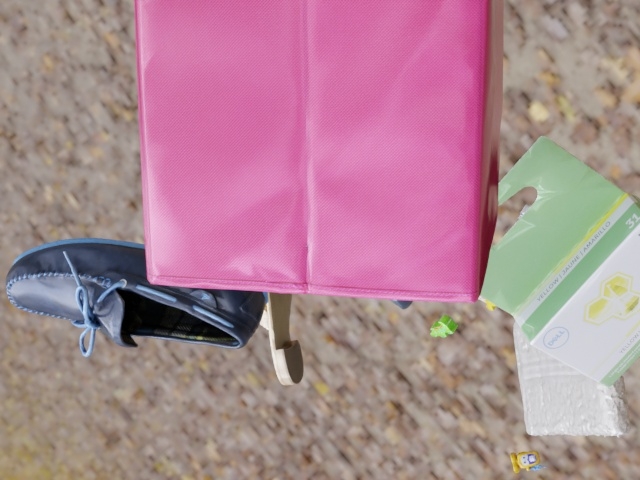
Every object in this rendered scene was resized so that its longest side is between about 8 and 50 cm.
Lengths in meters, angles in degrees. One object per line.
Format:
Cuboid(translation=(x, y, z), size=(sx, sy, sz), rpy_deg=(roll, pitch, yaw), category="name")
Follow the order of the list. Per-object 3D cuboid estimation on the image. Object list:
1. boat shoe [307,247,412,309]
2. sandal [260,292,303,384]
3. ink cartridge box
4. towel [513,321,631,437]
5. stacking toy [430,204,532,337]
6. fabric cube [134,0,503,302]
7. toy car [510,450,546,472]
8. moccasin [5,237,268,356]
Cuboid(translation=(0.000, 0.000, 1.552), size=(0.255, 0.079, 0.095), rpy_deg=(24, -176, -5), category="boat shoe")
Cuboid(translation=(-0.090, 0.118, 2.189), size=(0.079, 0.088, 0.240), rpy_deg=(-8, 92, 25), category="sandal")
Cuboid(translation=(0.244, 0.025, 1.287), size=(0.235, 0.171, 0.056), rpy_deg=(28, -159, -32), category="ink cartridge box")
Cuboid(translation=(0.354, 0.186, 1.921), size=(0.282, 0.049, 0.187), rpy_deg=(157, 106, -72), category="towel")
Cuboid(translation=(0.246, 0.048, 2.019), size=(0.052, 0.167, 0.221), rpy_deg=(40, 152, -5), category="stacking toy")
Cuboid(translation=(0.010, -0.119, 1.058), size=(0.259, 0.254, 0.258), rpy_deg=(3, 110, 10), category="fabric cube")
Cuboid(translation=(0.225, 0.270, 1.420), size=(0.060, 0.041, 0.122), rpy_deg=(47, -149, -59), category="toy car")
Cuboid(translation=(-0.242, 0.073, 1.699), size=(0.342, 0.116, 0.137), rpy_deg=(0, 142, 15), category="moccasin")
